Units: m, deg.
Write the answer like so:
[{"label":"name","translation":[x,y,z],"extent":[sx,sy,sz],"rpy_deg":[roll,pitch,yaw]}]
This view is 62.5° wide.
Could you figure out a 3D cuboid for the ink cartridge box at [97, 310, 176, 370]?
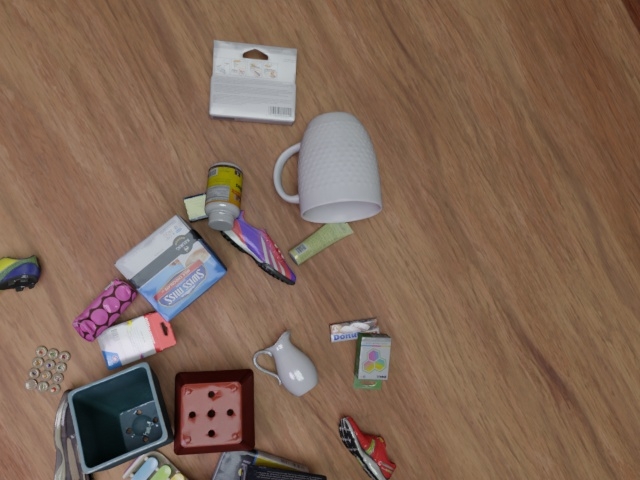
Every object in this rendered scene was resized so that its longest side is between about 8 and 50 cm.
[{"label":"ink cartridge box","translation":[-0.605,0.323,1.756],"extent":[0.231,0.078,0.134],"rpy_deg":[-19,91,-9]}]

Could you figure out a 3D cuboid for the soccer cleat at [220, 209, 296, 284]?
[{"label":"soccer cleat","translation":[-0.193,0.029,1.821],"extent":[0.318,0.108,0.116],"rpy_deg":[40,79,-3]}]

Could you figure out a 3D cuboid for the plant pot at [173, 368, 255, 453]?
[{"label":"plant pot","translation":[-0.343,0.549,1.684],"extent":[0.267,0.236,0.267],"rpy_deg":[-1,75,-9]}]

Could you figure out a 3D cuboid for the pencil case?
[{"label":"pencil case","translation":[-0.699,0.221,1.703],"extent":[0.209,0.095,0.098],"rpy_deg":[-56,135,-35]}]

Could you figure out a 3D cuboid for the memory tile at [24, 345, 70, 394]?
[{"label":"memory tile","translation":[-0.899,0.429,1.739],"extent":[0.113,0.012,0.148],"rpy_deg":[16,86,-8]}]

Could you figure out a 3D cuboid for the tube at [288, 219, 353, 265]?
[{"label":"tube","translation":[0.000,0.000,1.878],"extent":[0.240,0.062,0.070],"rpy_deg":[-35,132,-13]}]

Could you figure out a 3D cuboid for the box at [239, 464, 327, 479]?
[{"label":"box","translation":[-0.142,1.025,1.555],"extent":[0.297,0.472,0.479],"rpy_deg":[10,101,-6]}]

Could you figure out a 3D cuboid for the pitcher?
[{"label":"pitcher","translation":[-0.120,0.440,1.820],"extent":[0.178,0.125,0.207],"rpy_deg":[-36,83,12]}]

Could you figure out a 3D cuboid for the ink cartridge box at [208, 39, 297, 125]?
[{"label":"ink cartridge box","translation":[-0.233,-0.549,1.851],"extent":[0.296,0.066,0.261],"rpy_deg":[3,87,-9]}]

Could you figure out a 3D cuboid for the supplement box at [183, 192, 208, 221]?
[{"label":"supplement box","translation":[-0.418,-0.112,1.811],"extent":[0.083,0.056,0.083],"rpy_deg":[-15,90,-9]}]

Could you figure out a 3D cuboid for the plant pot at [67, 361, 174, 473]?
[{"label":"plant pot","translation":[-0.592,0.565,1.648],"extent":[0.248,0.252,0.247],"rpy_deg":[-21,65,-9]}]

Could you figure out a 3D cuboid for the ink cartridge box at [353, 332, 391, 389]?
[{"label":"ink cartridge box","translation":[0.183,0.438,1.875],"extent":[0.109,0.062,0.209],"rpy_deg":[5,94,-10]}]

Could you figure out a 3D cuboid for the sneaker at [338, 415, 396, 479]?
[{"label":"sneaker","translation":[0.168,0.725,1.871],"extent":[0.118,0.107,0.279],"rpy_deg":[-37,97,-27]}]

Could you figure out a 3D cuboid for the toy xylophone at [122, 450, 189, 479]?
[{"label":"toy xylophone","translation":[-0.509,0.852,1.725],"extent":[0.323,0.081,0.236],"rpy_deg":[32,85,9]}]

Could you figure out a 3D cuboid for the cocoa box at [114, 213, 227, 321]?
[{"label":"cocoa box","translation":[-0.446,0.083,1.653],"extent":[0.231,0.347,0.228],"rpy_deg":[-40,95,-8]}]

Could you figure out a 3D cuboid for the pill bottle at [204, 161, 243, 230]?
[{"label":"pill bottle","translation":[-0.324,-0.146,1.766],"extent":[0.117,0.117,0.215],"rpy_deg":[5,66,-9]}]

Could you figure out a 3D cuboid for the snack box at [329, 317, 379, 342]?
[{"label":"snack box","translation":[0.122,0.322,1.900],"extent":[0.178,0.022,0.064],"rpy_deg":[-6,91,-10]}]

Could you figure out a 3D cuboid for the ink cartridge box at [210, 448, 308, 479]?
[{"label":"ink cartridge box","translation":[-0.235,0.880,1.803],"extent":[0.304,0.072,0.307],"rpy_deg":[21,83,-8]}]

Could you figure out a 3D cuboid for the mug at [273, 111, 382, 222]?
[{"label":"mug","translation":[0.012,-0.242,1.799],"extent":[0.374,0.276,0.328],"rpy_deg":[-9,77,20]}]

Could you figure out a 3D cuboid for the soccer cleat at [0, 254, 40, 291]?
[{"label":"soccer cleat","translation":[-1.052,0.112,1.702],"extent":[0.289,0.093,0.121],"rpy_deg":[-8,59,-5]}]

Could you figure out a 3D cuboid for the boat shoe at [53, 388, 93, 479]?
[{"label":"boat shoe","translation":[-0.783,0.651,1.705],"extent":[0.130,0.132,0.355],"rpy_deg":[1,97,-19]}]
